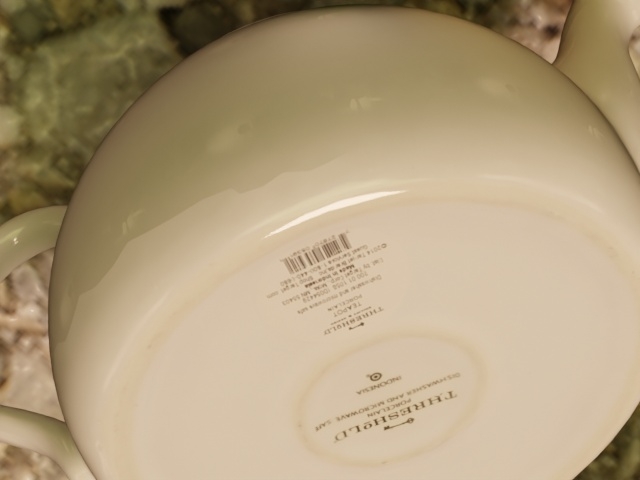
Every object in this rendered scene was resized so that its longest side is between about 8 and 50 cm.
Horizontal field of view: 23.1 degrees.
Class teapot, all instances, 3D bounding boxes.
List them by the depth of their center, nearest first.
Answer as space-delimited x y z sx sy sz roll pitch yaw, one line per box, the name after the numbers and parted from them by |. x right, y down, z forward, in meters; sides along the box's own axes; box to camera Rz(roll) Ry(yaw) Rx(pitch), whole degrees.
0.000 0.000 0.629 0.256 0.187 0.252 10 127 -27 | teapot
